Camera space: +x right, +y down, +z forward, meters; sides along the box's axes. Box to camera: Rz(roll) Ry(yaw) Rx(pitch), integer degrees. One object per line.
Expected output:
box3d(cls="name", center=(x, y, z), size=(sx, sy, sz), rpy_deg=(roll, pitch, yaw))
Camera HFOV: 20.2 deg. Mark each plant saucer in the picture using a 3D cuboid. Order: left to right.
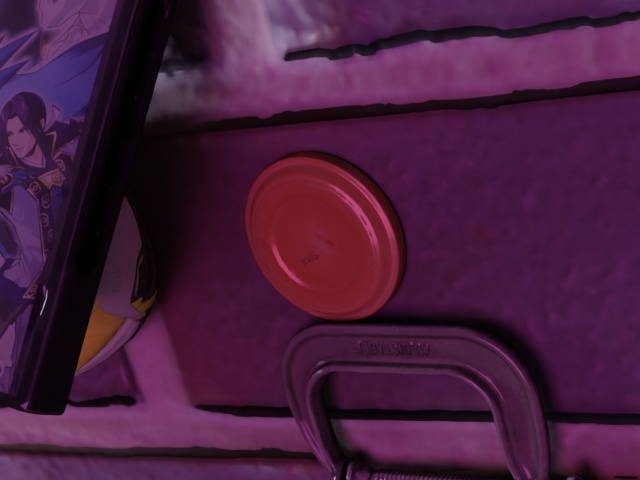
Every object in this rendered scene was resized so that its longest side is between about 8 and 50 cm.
box3d(cls="plant saucer", center=(0.000, 0.000, 0.823), size=(0.083, 0.013, 0.083), rpy_deg=(17, 123, 28))

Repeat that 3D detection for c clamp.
box3d(cls="c clamp", center=(0.053, 0.098, 0.831), size=(0.161, 0.022, 0.137), rpy_deg=(6, 121, 33))

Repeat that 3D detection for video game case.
box3d(cls="video game case", center=(-0.200, -0.076, 0.824), size=(0.275, 0.035, 0.248), rpy_deg=(15, 89, 28))

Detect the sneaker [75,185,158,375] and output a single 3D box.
box3d(cls="sneaker", center=(-0.240, 0.047, 0.928), size=(0.385, 0.147, 0.145), rpy_deg=(-19, 101, 39))
